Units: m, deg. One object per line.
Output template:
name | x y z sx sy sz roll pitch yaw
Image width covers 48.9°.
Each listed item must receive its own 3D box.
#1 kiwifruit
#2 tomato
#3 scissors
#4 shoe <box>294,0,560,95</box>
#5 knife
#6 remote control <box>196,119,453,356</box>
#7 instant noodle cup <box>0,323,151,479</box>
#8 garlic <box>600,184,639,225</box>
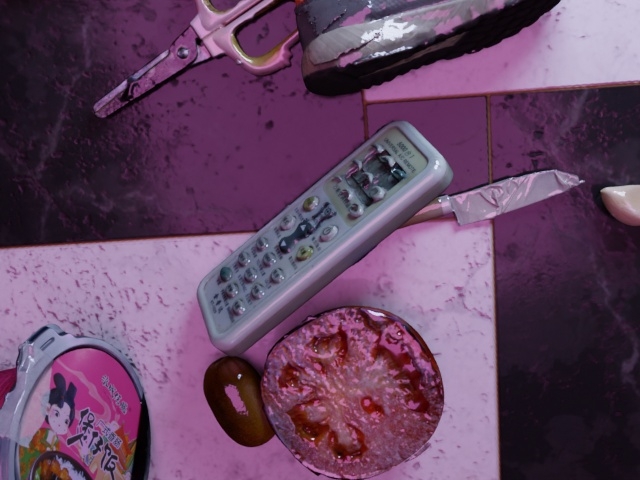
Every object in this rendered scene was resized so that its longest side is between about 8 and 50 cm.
kiwifruit | -0.100 0.204 0.885 0.075 0.075 0.124 -26 102 6
tomato | 0.038 0.179 0.870 0.225 0.085 0.224 1 103 4
scissors | -0.139 -0.235 0.833 0.318 0.024 0.160 -33 98 6
shoe | 0.118 -0.291 0.775 0.337 0.132 0.170 -20 85 1
knife | 0.172 -0.039 0.861 0.298 0.017 0.047 -16 100 5
remote control | 0.000 0.000 0.825 0.335 0.128 0.065 -39 128 8
instant noodle cup | -0.345 0.247 0.828 0.182 0.258 0.302 -8 99 18
garlic | 0.381 -0.044 0.845 0.083 0.041 0.053 -12 86 -4
